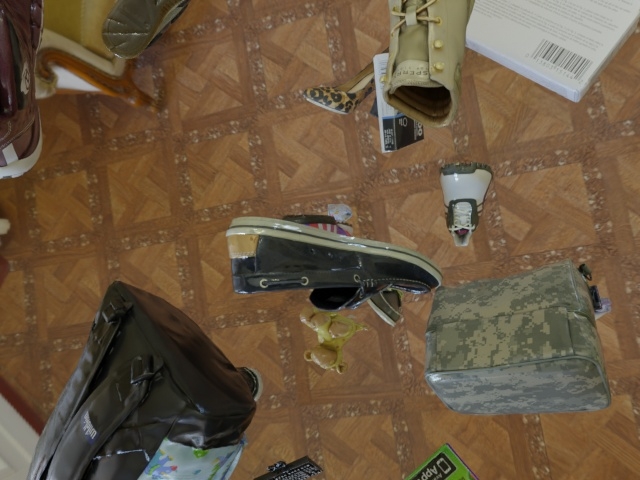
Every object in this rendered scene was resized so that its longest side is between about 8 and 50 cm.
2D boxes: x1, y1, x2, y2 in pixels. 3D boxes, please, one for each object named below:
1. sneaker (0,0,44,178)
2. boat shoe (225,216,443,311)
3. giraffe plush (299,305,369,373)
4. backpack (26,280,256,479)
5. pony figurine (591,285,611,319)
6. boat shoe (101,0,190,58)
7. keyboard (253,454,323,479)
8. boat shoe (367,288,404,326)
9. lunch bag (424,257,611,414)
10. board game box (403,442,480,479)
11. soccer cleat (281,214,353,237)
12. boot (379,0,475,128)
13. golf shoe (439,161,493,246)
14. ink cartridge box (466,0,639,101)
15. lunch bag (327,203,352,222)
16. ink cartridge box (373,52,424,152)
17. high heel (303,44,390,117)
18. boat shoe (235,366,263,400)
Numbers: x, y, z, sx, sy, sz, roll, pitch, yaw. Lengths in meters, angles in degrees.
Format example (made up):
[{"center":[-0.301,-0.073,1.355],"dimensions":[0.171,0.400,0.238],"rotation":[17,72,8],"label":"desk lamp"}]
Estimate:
[{"center":[-0.285,-0.203,0.387],"dimensions":[0.107,0.163,0.280],"rotation":[-11,89,-30],"label":"sneaker"},{"center":[0.042,0.072,0.958],"dimensions":[0.187,0.501,0.155],"rotation":[-12,70,57],"label":"boat shoe"},{"center":[0.024,0.300,1.380],"dimensions":[0.182,0.210,0.170],"rotation":[23,94,43],"label":"giraffe plush"},{"center":[-0.254,0.285,0.626],"dimensions":[0.290,0.273,0.355],"rotation":[34,85,40],"label":"backpack"},{"center":[0.748,0.277,1.490],"dimensions":[0.364,0.351,0.302],"rotation":[-35,114,-19],"label":"pony figurine"},{"center":[-0.159,-0.246,0.459],"dimensions":[0.152,0.049,0.056],"rotation":[-48,116,0],"label":"boat shoe"},{"center":[-0.094,0.623,1.237],"dimensions":[0.180,0.023,0.108],"rotation":[-31,118,15],"label":"keyboard"},{"center":[0.190,0.159,1.381],"dimensions":[0.091,0.305,0.109],"rotation":[-43,101,6],"label":"boat shoe"},{"center":[0.363,0.171,0.879],"dimensions":[0.306,0.212,0.255],"rotation":[-16,43,30],"label":"lunch bag"},{"center":[0.168,0.538,0.512],"dimensions":[0.357,0.356,0.356],"rotation":[-38,39,-7],"label":"board game box"},{"center":[0.000,0.000,1.168],"dimensions":[0.109,0.318,0.116],"rotation":[4,87,23],"label":"soccer cleat"},{"center":[0.104,-0.268,0.518],"dimensions":[0.095,0.262,0.203],"rotation":[2,72,31],"label":"boot"},{"center":[0.309,-0.077,0.982],"dimensions":[0.106,0.273,0.120],"rotation":[0,72,19],"label":"golf shoe"},{"center":[0.365,-0.409,0.745],"dimensions":[0.296,0.066,0.261],"rotation":[40,107,23],"label":"ink cartridge box"},{"center":[0.068,-0.095,1.628],"dimensions":[0.084,0.071,0.053],"rotation":[-4,114,0],"label":"lunch bag"},{"center":[0.195,-0.323,1.069],"dimensions":[0.045,0.208,0.206],"rotation":[5,113,34],"label":"ink cartridge box"},{"center":[0.083,-0.387,1.072],"dimensions":[0.093,0.262,0.186],"rotation":[43,126,41],"label":"high heel"},{"center":[-0.274,0.321,0.967],"dimensions":[0.303,0.091,0.114],"rotation":[-21,68,9],"label":"boat shoe"}]
